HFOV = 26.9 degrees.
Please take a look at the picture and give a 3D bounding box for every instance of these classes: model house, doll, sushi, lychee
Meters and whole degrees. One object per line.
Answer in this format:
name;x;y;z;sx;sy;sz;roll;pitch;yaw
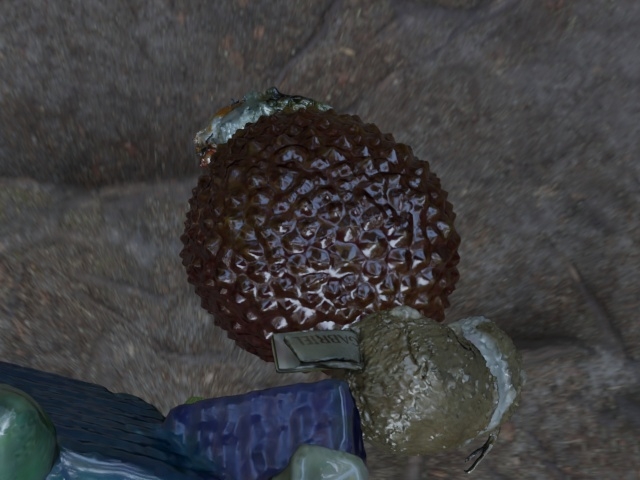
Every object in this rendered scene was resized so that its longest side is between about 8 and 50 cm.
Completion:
model house;-0.110;0.195;0.770;0.312;0.280;0.245;20;54;-29
doll;0.066;0.098;0.962;0.105;0.221;0.115;-18;64;35
sushi;-0.058;-0.153;1.774;0.226;0.103;0.097;-8;81;-18
lychee;0.000;0.000;1.352;0.304;0.276;0.275;7;76;36

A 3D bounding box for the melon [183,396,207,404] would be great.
melon;-0.124;0.254;1.641;0.064;0.209;0.118;-48;111;-20
